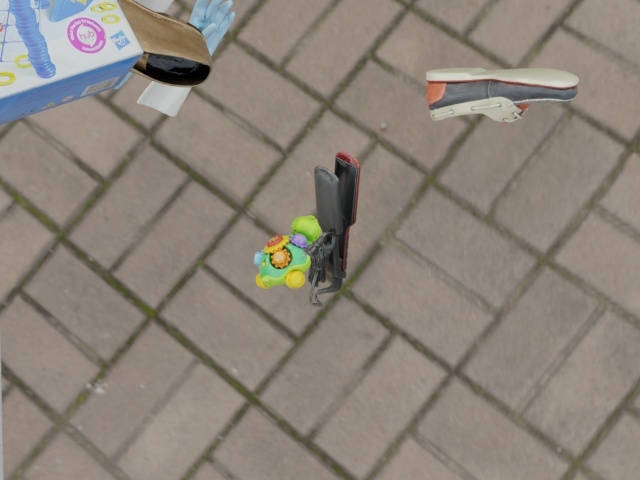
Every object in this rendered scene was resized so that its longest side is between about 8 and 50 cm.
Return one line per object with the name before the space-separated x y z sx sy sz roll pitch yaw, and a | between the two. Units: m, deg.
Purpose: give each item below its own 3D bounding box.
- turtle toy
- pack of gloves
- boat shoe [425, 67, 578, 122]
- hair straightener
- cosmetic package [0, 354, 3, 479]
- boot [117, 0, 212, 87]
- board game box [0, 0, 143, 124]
turtle toy | -0.042 0.017 1.630 0.095 0.066 0.130 -4 31 50
pack of gloves | -0.246 -0.310 1.822 0.232 0.195 0.046 -56 46 19
boat shoe | 0.145 -0.116 0.922 0.137 0.049 0.043 7 107 37
hair straightener | 0.000 0.000 1.436 0.047 0.230 0.089 35 48 27
cosmetic package | -0.399 0.200 1.202 0.086 0.117 0.231 -10 76 17
boot | -0.297 -0.297 1.662 0.112 0.305 0.115 -66 28 25
board game box | -0.373 -0.250 1.079 0.308 0.086 0.301 -26 87 -34
